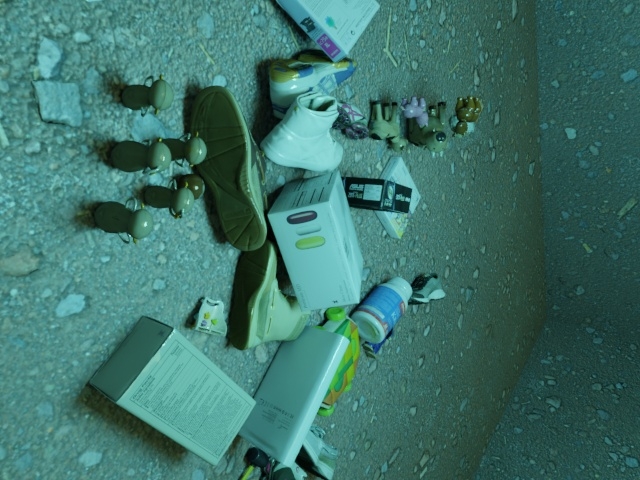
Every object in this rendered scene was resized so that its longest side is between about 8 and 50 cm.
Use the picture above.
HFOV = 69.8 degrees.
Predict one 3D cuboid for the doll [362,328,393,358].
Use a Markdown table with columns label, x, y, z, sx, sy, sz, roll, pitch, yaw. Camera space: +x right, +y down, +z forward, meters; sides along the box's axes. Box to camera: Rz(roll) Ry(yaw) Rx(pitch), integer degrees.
| label | x | y | z | sx | sy | sz | roll | pitch | yaw |
| --- | --- | --- | --- | --- | --- | --- | --- | --- | --- |
| doll | 0.214 | 0.308 | 1.574 | 0.189 | 0.046 | 0.129 | -48 | 132 | -32 |

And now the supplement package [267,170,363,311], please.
| label | x | y | z | sx | sy | sz | roll | pitch | yaw |
| --- | --- | --- | --- | --- | --- | --- | --- | --- | --- |
| supplement package | 0.000 | 0.000 | 1.102 | 0.204 | 0.145 | 0.262 | -72 | 148 | -62 |

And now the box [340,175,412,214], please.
| label | x | y | z | sx | sy | sz | roll | pitch | yaw |
| --- | --- | --- | --- | --- | --- | --- | --- | --- | --- |
| box | 0.141 | -0.127 | 1.287 | 0.147 | 0.180 | 0.078 | 7 | 92 | -50 |

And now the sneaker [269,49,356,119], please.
| label | x | y | z | sx | sy | sz | roll | pitch | yaw |
| --- | --- | --- | --- | --- | --- | --- | --- | --- | --- |
| sneaker | -0.023 | -0.380 | 1.121 | 0.296 | 0.111 | 0.131 | -33 | 142 | -42 |

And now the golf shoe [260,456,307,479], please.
| label | x | y | z | sx | sy | sz | roll | pitch | yaw |
| --- | --- | --- | --- | --- | --- | --- | --- | --- | --- |
| golf shoe | -0.096 | 0.712 | 1.235 | 0.105 | 0.120 | 0.273 | -17 | 112 | -49 |

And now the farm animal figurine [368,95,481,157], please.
| label | x | y | z | sx | sy | sz | roll | pitch | yaw |
| --- | --- | --- | --- | --- | --- | --- | --- | --- | --- |
| farm animal figurine | 0.324 | -0.345 | 1.440 | 0.327 | 0.330 | 0.172 | -40 | 129 | -74 |

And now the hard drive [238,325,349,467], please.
| label | x | y | z | sx | sy | sz | roll | pitch | yaw |
| --- | --- | --- | --- | --- | --- | --- | --- | --- | --- |
| hard drive | -0.070 | 0.359 | 1.122 | 0.040 | 0.203 | 0.308 | 43 | 65 | -33 |

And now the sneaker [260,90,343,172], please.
| label | x | y | z | sx | sy | sz | roll | pitch | yaw |
| --- | --- | --- | --- | --- | --- | --- | --- | --- | --- |
| sneaker | 0.005 | -0.256 | 1.086 | 0.169 | 0.108 | 0.292 | -48 | 163 | 28 |

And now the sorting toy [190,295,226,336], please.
| label | x | y | z | sx | sy | sz | roll | pitch | yaw |
| --- | --- | --- | --- | --- | --- | --- | --- | --- | --- |
| sorting toy | -0.242 | 0.164 | 1.004 | 0.083 | 0.044 | 0.075 | 32 | 66 | -48 |

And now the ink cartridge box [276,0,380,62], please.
| label | x | y | z | sx | sy | sz | roll | pitch | yaw |
| --- | --- | --- | --- | --- | --- | --- | --- | --- | --- |
| ink cartridge box | -0.020 | -0.581 | 1.035 | 0.311 | 0.065 | 0.186 | 41 | 64 | -22 |

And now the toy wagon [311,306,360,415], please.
| label | x | y | z | sx | sy | sz | roll | pitch | yaw |
| --- | --- | --- | --- | --- | --- | --- | --- | --- | --- |
| toy wagon | 0.014 | 0.362 | 1.298 | 0.344 | 0.068 | 0.268 | -35 | 123 | -55 |

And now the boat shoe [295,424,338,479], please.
| label | x | y | z | sx | sy | sz | roll | pitch | yaw |
| --- | --- | --- | --- | --- | --- | --- | --- | --- | --- |
| boat shoe | -0.025 | 0.580 | 1.300 | 0.103 | 0.118 | 0.321 | -59 | 140 | -32 |

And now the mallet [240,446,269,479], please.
| label | x | y | z | sx | sy | sz | roll | pitch | yaw |
| --- | --- | --- | --- | --- | --- | --- | --- | --- | --- |
| mallet | -0.197 | 0.620 | 1.163 | 0.190 | 0.039 | 0.062 | -59 | 139 | -17 |

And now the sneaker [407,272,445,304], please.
| label | x | y | z | sx | sy | sz | roll | pitch | yaw |
| --- | --- | --- | --- | --- | --- | --- | --- | --- | --- |
| sneaker | 0.374 | 0.182 | 1.713 | 0.271 | 0.100 | 0.108 | -7 | 89 | -53 |

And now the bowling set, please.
| label | x | y | z | sx | sy | sz | roll | pitch | yaw |
| --- | --- | --- | --- | --- | --- | --- | --- | --- | --- |
| bowling set | -0.262 | -0.130 | 0.825 | 0.199 | 0.154 | 0.287 | 9 | 91 | -50 |

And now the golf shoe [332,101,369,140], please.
| label | x | y | z | sx | sy | sz | roll | pitch | yaw |
| --- | --- | --- | --- | --- | --- | --- | --- | --- | --- |
| golf shoe | 0.061 | -0.343 | 1.249 | 0.186 | 0.067 | 0.086 | 21 | 55 | -50 |

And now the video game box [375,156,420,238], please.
| label | x | y | z | sx | sy | sz | roll | pitch | yaw |
| --- | --- | --- | --- | --- | --- | --- | --- | --- | --- |
| video game box | 0.249 | -0.139 | 1.520 | 0.205 | 0.048 | 0.187 | 52 | 57 | -42 |

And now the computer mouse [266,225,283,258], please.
| label | x | y | z | sx | sy | sz | roll | pitch | yaw |
| --- | --- | --- | --- | --- | --- | --- | --- | --- | --- |
| computer mouse | -0.064 | 0.043 | 1.189 | 0.071 | 0.041 | 0.242 | -59 | 137 | -25 |

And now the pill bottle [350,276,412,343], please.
| label | x | y | z | sx | sy | sz | roll | pitch | yaw |
| --- | --- | --- | --- | --- | --- | --- | --- | --- | --- |
| pill bottle | 0.205 | 0.216 | 1.482 | 0.221 | 0.124 | 0.124 | -43 | 128 | -36 |

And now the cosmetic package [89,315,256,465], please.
| label | x | y | z | sx | sy | sz | roll | pitch | yaw |
| --- | --- | --- | --- | --- | --- | --- | --- | --- | --- |
| cosmetic package | -0.282 | 0.310 | 0.930 | 0.160 | 0.113 | 0.310 | -55 | 134 | -27 |

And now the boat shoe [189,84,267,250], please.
| label | x | y | z | sx | sy | sz | roll | pitch | yaw |
| --- | --- | --- | --- | --- | --- | --- | --- | --- | --- |
| boat shoe | -0.176 | -0.153 | 0.976 | 0.123 | 0.123 | 0.342 | -66 | 144 | -65 |

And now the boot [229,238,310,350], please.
| label | x | y | z | sx | sy | sz | roll | pitch | yaw |
| --- | --- | --- | --- | --- | --- | --- | --- | --- | --- |
| boot | -0.106 | 0.129 | 1.114 | 0.203 | 0.095 | 0.262 | 7 | 94 | -50 |
